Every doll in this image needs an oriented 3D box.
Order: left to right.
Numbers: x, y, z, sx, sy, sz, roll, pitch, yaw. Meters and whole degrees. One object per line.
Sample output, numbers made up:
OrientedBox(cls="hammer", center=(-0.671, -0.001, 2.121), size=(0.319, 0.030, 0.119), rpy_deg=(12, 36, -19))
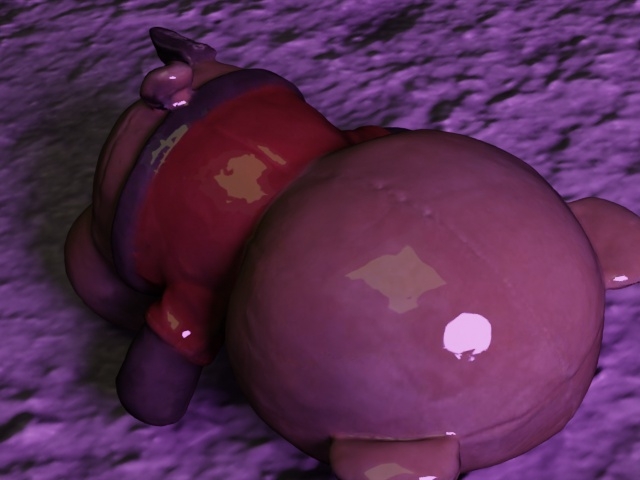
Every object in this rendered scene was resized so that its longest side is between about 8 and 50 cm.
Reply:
OrientedBox(cls="doll", center=(0.000, 0.000, 0.767), size=(0.330, 0.174, 0.235), rpy_deg=(28, 53, 34))
